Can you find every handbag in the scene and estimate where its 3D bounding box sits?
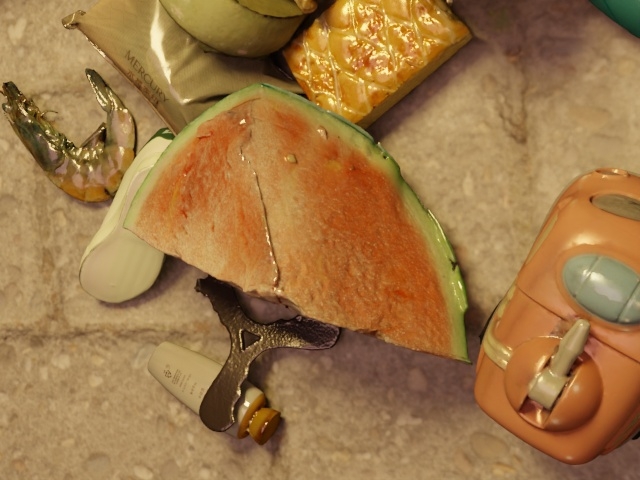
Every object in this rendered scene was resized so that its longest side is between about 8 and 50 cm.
[{"bbox_3d":[-0.148,-0.218,1.092,0.182,0.117,0.270,-42,87,3],"label":"handbag"}]

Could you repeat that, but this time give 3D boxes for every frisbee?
[{"bbox_3d":[-0.090,0.106,1.142,0.211,0.012,0.187,-35,67,5],"label":"frisbee"}]

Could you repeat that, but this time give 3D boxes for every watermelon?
[{"bbox_3d":[-0.002,-0.030,1.004,0.319,0.292,0.222,20,92,55],"label":"watermelon"}]

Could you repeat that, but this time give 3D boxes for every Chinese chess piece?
[{"bbox_3d":[-0.096,-0.291,1.028,0.083,0.188,0.188,-41,78,45],"label":"Chinese chess piece"}]

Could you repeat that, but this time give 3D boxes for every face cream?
[{"bbox_3d":[-0.133,0.190,1.167,0.182,0.051,0.072,28,101,20],"label":"face cream"}]

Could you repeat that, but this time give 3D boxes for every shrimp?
[{"bbox_3d":[-0.326,-0.153,1.224,0.217,0.051,0.150,44,107,6],"label":"shrimp"}]

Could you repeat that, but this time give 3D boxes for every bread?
[{"bbox_3d":[0.060,-0.216,1.030,0.188,0.068,0.125,-38,80,22],"label":"bread"}]

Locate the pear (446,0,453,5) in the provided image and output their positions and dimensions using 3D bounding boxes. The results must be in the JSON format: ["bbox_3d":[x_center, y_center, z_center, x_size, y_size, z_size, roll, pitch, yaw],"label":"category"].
[{"bbox_3d":[0.097,-0.392,0.867,0.284,0.285,0.336,5,56,23],"label":"pear"}]

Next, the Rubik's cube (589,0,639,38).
[{"bbox_3d":[0.354,-0.220,0.865,0.254,0.254,0.255,3,96,24],"label":"Rubik's cube"}]

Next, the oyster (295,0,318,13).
[{"bbox_3d":[-0.076,-0.416,0.962,0.096,0.221,0.361,-22,77,42],"label":"oyster"}]

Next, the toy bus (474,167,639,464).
[{"bbox_3d":[0.257,0.076,0.889,0.194,0.232,0.288,33,109,20],"label":"toy bus"}]

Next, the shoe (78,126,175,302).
[{"bbox_3d":[-0.223,-0.031,1.175,0.095,0.110,0.265,24,132,-18],"label":"shoe"}]
